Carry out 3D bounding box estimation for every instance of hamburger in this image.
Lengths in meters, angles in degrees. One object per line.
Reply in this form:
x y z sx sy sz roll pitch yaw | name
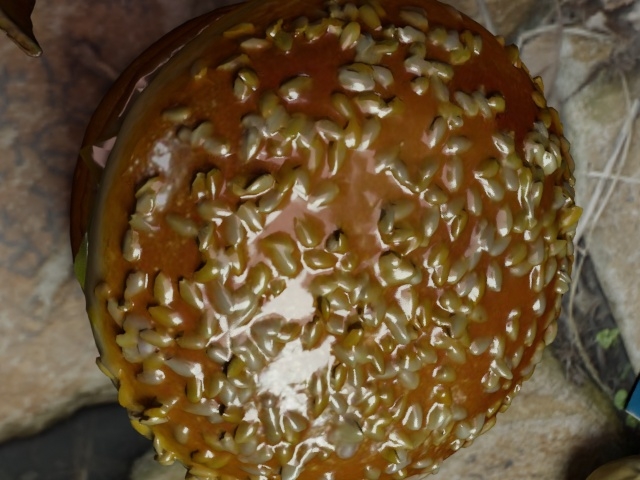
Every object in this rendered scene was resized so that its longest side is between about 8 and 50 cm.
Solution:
0.000 0.000 0.479 0.291 0.225 0.291 -6 106 -24 | hamburger

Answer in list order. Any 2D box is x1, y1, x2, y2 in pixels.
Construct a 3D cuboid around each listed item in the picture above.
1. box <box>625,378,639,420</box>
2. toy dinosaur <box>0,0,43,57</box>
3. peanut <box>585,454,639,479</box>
0.381 0.163 0.724 0.194 0.139 0.073 20 96 -25 | box
-0.070 -0.263 0.440 0.327 0.113 0.206 -33 118 -14 | toy dinosaur
0.324 0.241 0.744 0.263 0.117 0.101 9 60 -27 | peanut
